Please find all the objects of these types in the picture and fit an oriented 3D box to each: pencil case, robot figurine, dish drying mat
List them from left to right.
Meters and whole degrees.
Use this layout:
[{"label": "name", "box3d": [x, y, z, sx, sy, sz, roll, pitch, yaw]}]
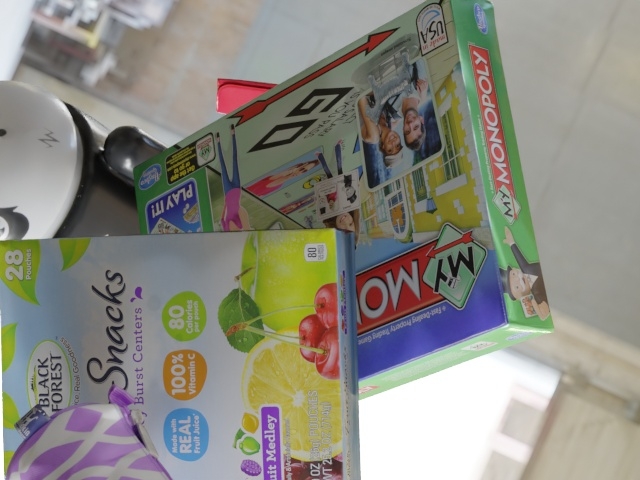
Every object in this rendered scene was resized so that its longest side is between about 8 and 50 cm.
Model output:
[{"label": "robot figurine", "box3d": [-0.211, -0.013, 1.332, 0.174, 0.278, 0.209, 34, -92, 41]}, {"label": "pencil case", "box3d": [-0.083, 0.170, 0.871, 0.088, 0.206, 0.086, -39, 149, -7]}, {"label": "dish drying mat", "box3d": [-0.041, -0.110, 1.311, 0.008, 0.083, 0.032, -79, 174, -53]}]

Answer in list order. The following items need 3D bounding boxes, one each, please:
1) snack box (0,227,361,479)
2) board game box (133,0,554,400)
[{"label": "snack box", "box3d": [-0.083, 0.082, 0.985, 0.070, 0.207, 0.174, 7, 81, -78]}, {"label": "board game box", "box3d": [0.000, 0.000, 1.074, 0.317, 0.046, 0.213, -26, -115, 42]}]
